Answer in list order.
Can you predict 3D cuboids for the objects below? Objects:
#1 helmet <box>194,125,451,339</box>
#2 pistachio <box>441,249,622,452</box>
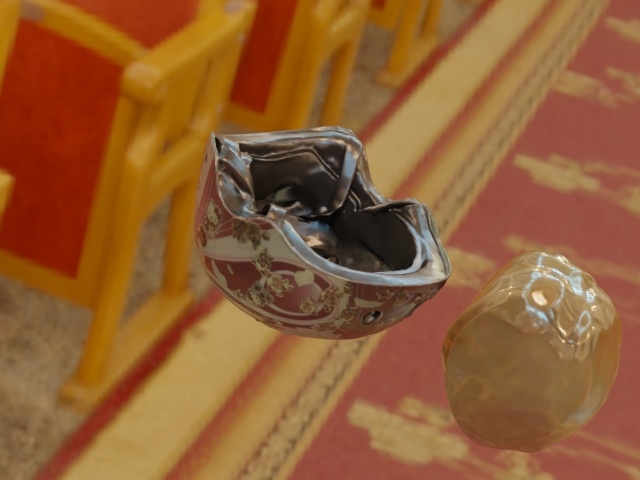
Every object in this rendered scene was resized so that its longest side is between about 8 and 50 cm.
[{"bbox_3d":[-0.011,0.007,1.094,0.153,0.107,0.177,-4,45,-49],"label":"helmet"},{"bbox_3d":[0.158,0.090,1.279,0.136,0.226,0.136,2,60,-3],"label":"pistachio"}]
